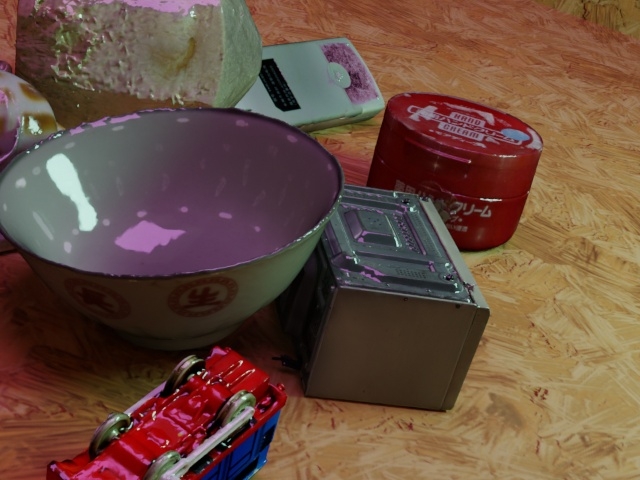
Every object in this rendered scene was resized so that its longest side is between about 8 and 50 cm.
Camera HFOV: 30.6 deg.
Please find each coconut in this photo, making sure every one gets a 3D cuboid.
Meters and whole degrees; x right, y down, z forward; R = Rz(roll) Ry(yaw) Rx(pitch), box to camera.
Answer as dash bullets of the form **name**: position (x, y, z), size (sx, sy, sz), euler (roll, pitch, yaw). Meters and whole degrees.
- **coconut**: position (-0.229, -0.247, 1.494), size (0.309, 0.297, 0.297), euler (4, 28, -12)

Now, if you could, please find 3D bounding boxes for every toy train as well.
- **toy train**: position (-0.118, 0.172, 0.930), size (0.083, 0.131, 0.204), euler (33, 41, 20)

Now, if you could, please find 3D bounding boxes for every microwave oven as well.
- **microwave oven**: position (0.048, 0.047, 1.243), size (0.194, 0.145, 0.240), euler (11, 27, -17)

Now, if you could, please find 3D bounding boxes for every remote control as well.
- **remote control**: position (-0.039, -0.231, 1.776), size (0.344, 0.050, 0.145), euler (-16, 75, -49)

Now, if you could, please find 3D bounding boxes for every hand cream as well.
- **hand cream**: position (0.179, -0.097, 1.595), size (0.230, 0.149, 0.230), euler (11, 28, -6)

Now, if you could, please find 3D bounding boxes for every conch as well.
- **conch**: position (-0.377, -0.101, 1.277), size (0.275, 0.149, 0.182), euler (-5, 59, -19)

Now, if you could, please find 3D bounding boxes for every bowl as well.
- **bowl**: position (-0.147, 0.005, 1.162), size (0.337, 0.157, 0.337), euler (0, 31, 0)

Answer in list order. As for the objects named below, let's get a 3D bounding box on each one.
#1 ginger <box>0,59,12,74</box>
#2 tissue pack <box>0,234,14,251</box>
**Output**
- **ginger**: position (-0.492, -0.189, 1.453), size (0.149, 0.065, 0.259), euler (-37, 35, -27)
- **tissue pack**: position (-0.362, -0.005, 1.241), size (0.056, 0.023, 0.108), euler (32, 31, 31)
